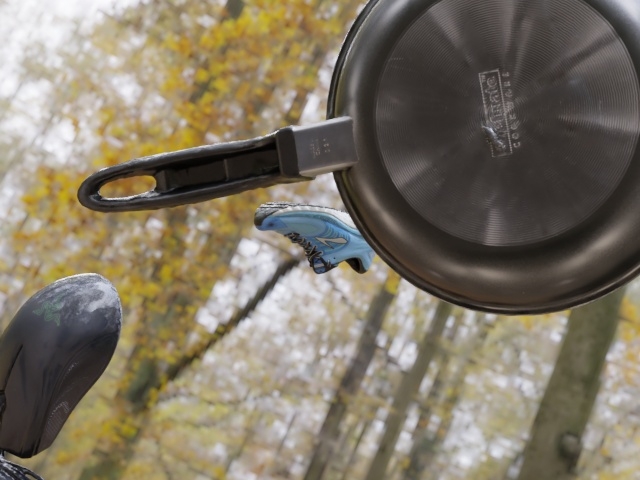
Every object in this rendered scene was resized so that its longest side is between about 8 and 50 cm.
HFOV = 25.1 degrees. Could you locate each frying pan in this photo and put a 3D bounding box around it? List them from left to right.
[{"bbox_3d":[0.034,-0.076,0.726,0.326,0.197,0.053,14,4,14],"label":"frying pan"}]

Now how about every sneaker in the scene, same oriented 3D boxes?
[{"bbox_3d":[0.000,0.000,1.560,0.162,0.073,0.063,14,-3,-31],"label":"sneaker"}]

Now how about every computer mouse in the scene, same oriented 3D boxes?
[{"bbox_3d":[-0.308,0.154,1.532,0.188,0.272,0.072,36,10,38],"label":"computer mouse"}]
